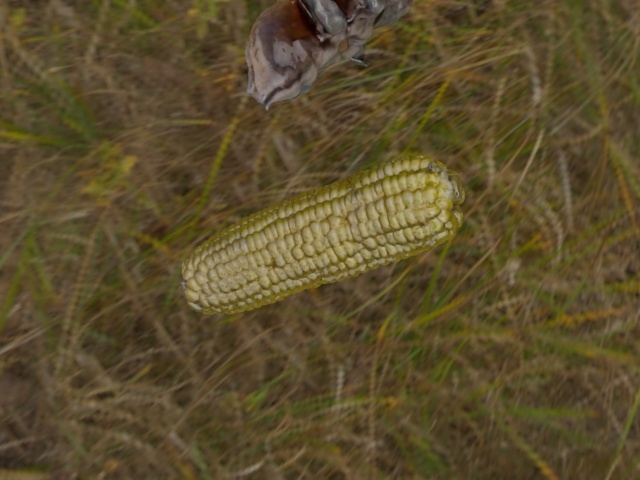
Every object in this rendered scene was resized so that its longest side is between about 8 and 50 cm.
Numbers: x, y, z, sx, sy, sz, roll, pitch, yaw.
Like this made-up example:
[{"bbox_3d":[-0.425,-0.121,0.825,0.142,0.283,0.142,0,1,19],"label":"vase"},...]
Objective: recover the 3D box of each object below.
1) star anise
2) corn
[{"bbox_3d":[0.004,-0.199,1.570,0.093,0.236,0.229,47,133,4],"label":"star anise"},{"bbox_3d":[0.000,0.000,1.563,0.292,0.101,0.101,-23,94,17],"label":"corn"}]
